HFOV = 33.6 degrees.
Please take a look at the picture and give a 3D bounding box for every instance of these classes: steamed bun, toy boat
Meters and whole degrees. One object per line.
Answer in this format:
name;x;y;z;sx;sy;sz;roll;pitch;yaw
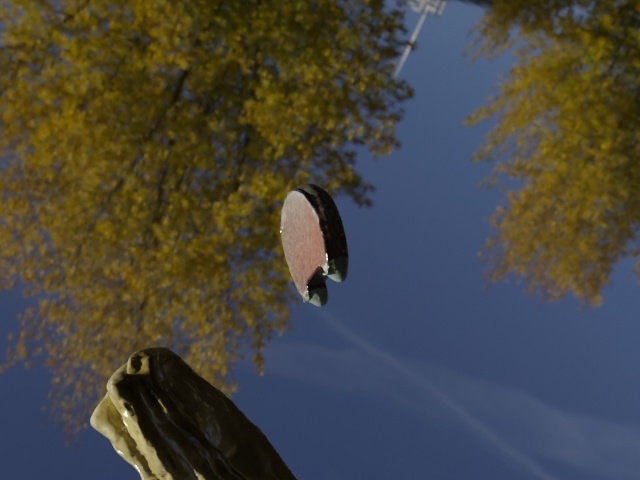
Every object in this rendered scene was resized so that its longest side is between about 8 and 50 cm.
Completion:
steamed bun;-0.159;0.315;1.445;0.428;0.189;0.247;48;-162;-20
toy boat;0.000;0.000;1.914;0.085;0.155;0.227;0;-126;-28
